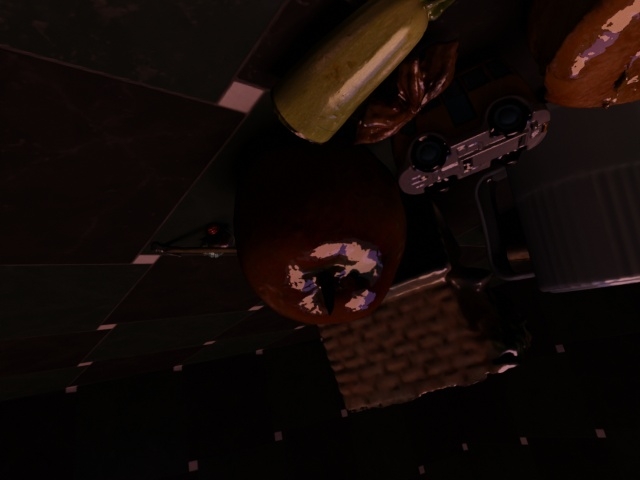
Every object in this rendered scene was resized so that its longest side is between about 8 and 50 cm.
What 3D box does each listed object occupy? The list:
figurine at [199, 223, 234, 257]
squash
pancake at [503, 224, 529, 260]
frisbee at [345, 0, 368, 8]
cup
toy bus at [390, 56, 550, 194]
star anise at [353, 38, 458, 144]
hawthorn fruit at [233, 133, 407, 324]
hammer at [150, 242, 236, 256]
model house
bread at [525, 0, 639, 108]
[{"bbox_3d":[-0.216,0.004,0.846,0.060,0.047,0.106,38,143,-14],"label":"figurine"},{"bbox_3d":[0.051,-0.200,0.440,0.224,0.094,0.094,-32,155,35],"label":"squash"},{"bbox_3d":[0.727,-0.012,1.337,0.383,0.071,0.382,-15,-175,1],"label":"pancake"},{"bbox_3d":[0.066,-0.266,0.393,0.110,0.014,0.110,-15,160,-6],"label":"frisbee"},{"bbox_3d":[0.456,-0.068,0.750,0.331,0.311,0.257,-14,168,24],"label":"cup"},{"bbox_3d":[0.195,-0.162,0.593,0.210,0.136,0.126,-23,161,17],"label":"toy bus"},{"bbox_3d":[0.103,-0.175,0.502,0.168,0.057,0.168,-46,-175,5],"label":"star anise"},{"bbox_3d":[0.000,0.000,0.626,0.268,0.300,0.267,-3,137,-3],"label":"hawthorn fruit"},{"bbox_3d":[-0.239,0.019,0.811,0.182,0.017,0.062,0,168,19],"label":"hammer"},{"bbox_3d":[0.221,0.100,0.983,0.395,0.399,0.445,-29,170,28],"label":"model house"},{"bbox_3d":[0.362,-0.265,0.453,0.269,0.145,0.268,-17,157,-7],"label":"bread"}]
